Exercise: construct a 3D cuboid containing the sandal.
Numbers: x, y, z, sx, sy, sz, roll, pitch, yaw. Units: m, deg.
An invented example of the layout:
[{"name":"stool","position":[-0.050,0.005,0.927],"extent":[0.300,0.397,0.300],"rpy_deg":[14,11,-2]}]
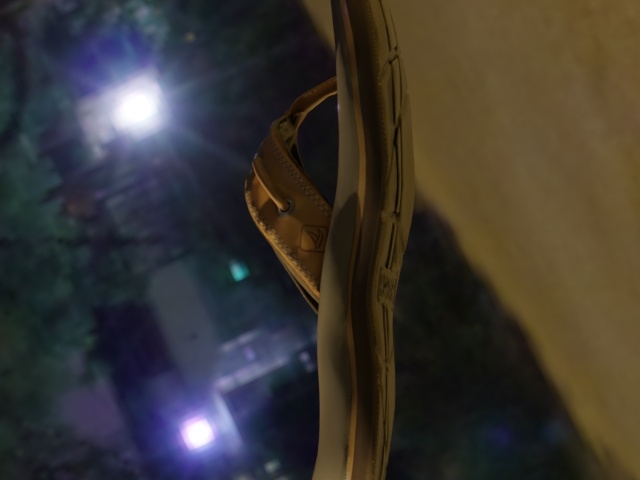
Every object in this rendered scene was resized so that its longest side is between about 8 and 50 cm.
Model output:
[{"name":"sandal","position":[0.000,0.000,0.589],"extent":[0.072,0.049,0.180],"rpy_deg":[50,-137,-76]}]
